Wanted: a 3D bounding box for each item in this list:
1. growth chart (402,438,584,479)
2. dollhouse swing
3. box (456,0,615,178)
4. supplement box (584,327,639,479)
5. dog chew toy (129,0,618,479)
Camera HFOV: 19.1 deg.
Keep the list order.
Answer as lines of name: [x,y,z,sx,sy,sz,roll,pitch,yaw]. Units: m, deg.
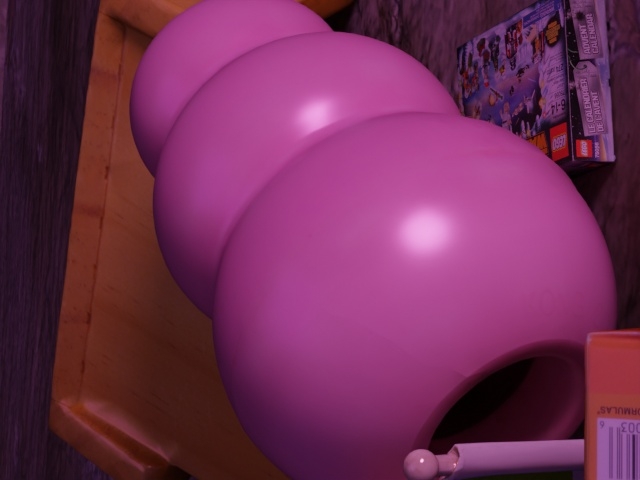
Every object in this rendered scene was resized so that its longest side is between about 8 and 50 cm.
growth chart: [0.066,0.166,0.958,0.021,0.172,0.237,65,147,33]
dollhouse swing: [0.000,0.000,1.307,0.315,0.305,0.346,-39,-37,-59]
box: [0.114,-0.076,1.035,0.137,0.027,0.094,156,113,-68]
supplement box: [0.158,0.154,0.800,0.080,0.078,0.233,2,91,35]
dog chew toy: [0.006,-0.013,1.004,0.332,0.207,0.206,51,138,38]
